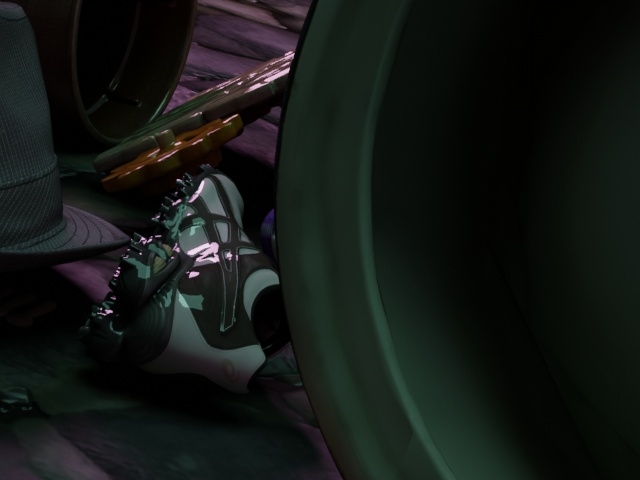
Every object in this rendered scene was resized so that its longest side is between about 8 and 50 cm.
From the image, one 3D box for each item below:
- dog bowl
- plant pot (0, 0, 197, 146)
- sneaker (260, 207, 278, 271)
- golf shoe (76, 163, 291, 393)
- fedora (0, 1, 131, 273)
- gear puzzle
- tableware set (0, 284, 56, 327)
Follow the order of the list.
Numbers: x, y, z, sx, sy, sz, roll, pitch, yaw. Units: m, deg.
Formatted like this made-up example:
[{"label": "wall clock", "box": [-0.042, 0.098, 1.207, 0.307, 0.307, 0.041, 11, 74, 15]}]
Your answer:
[{"label": "dog bowl", "box": [0.196, -0.012, 0.740, 0.408, 0.408, 0.150, 22, 11, 22]}, {"label": "plant pot", "box": [-0.193, -0.159, 1.317, 0.165, 0.167, 0.167, 13, 14, 22]}, {"label": "sneaker", "box": [0.000, 0.000, 1.143, 0.071, 0.068, 0.170, 5, 3, 21]}, {"label": "golf shoe", "box": [-0.054, 0.026, 0.974, 0.094, 0.077, 0.198, 27, 23, -1]}, {"label": "fedora", "box": [-0.222, -0.064, 0.949, 0.275, 0.124, 0.243, -6, 18, -44]}, {"label": "gear puzzle", "box": [-0.046, -0.076, 1.232, 0.175, 0.044, 0.339, -23, 8, 16]}, {"label": "tableware set", "box": [-0.196, 0.021, 0.922, 0.104, 0.024, 0.154, 20, 17, 16]}]
